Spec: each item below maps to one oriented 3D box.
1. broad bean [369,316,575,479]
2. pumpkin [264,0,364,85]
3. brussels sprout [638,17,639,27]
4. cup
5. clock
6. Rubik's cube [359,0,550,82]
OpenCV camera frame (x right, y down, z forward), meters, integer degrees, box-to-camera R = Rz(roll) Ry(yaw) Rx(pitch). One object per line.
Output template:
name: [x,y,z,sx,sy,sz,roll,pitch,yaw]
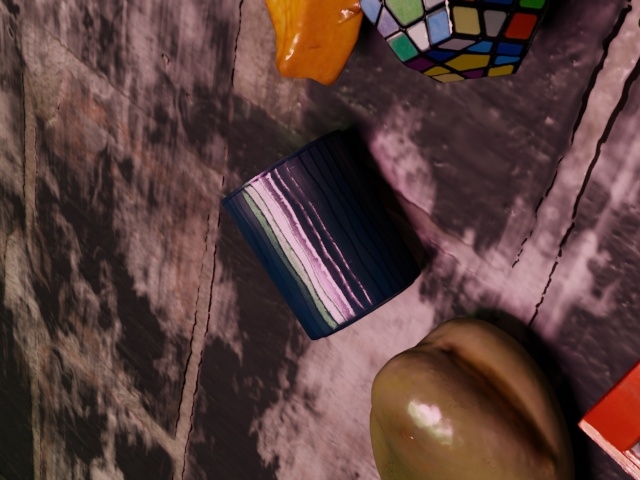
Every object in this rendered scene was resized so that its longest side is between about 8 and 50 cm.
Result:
broad bean: [0.121,0.175,0.882,0.189,0.121,0.263,32,150,26]
pumpkin: [-0.050,-0.274,0.756,0.290,0.095,0.258,55,159,15]
brussels sprout: [0.215,-0.108,0.618,0.051,0.046,0.083,-26,92,47]
cup: [0.008,-0.005,0.902,0.113,0.150,0.138,-31,90,20]
clock: [0.264,0.136,0.713,0.155,0.061,0.113,45,141,15]
Rubik's cube: [0.088,-0.162,0.675,0.112,0.133,0.133,-134,29,-66]
